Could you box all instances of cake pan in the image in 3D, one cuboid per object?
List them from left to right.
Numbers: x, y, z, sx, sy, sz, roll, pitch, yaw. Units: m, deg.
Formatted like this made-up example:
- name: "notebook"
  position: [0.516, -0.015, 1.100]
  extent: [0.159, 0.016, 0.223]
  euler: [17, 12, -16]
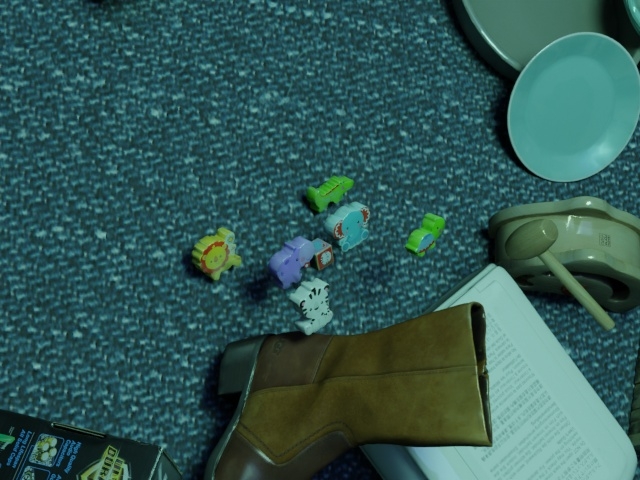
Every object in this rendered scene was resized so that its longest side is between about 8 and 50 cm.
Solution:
- name: "cake pan"
  position: [0.288, -0.316, 1.646]
  extent: [0.293, 0.054, 0.293]
  euler: [8, 69, -22]

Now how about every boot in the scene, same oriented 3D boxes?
- name: "boot"
  position: [0.035, 0.201, 1.231]
  extent: [0.096, 0.280, 0.264]
  euler: [50, 39, -50]

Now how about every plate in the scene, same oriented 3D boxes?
- name: "plate"
  position: [0.309, -0.164, 1.574]
  extent: [0.188, 0.024, 0.188]
  euler: [-8, 112, -20]

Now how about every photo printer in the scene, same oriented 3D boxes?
- name: "photo printer"
  position: [0.187, 0.214, 1.381]
  extent: [0.256, 0.107, 0.307]
  euler: [-37, 90, -30]

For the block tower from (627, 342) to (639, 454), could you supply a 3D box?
- name: "block tower"
  position: [0.452, 0.103, 1.552]
  extent: [0.097, 0.091, 0.335]
  euler: [23, 65, -15]

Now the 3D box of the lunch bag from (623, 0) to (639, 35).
- name: "lunch bag"
  position: [0.513, -0.315, 1.686]
  extent: [0.279, 0.108, 0.224]
  euler: [34, 53, -33]

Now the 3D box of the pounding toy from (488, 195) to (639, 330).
- name: "pounding toy"
  position: [0.280, 0.046, 1.472]
  extent: [0.269, 0.154, 0.155]
  euler: [20, 63, -38]

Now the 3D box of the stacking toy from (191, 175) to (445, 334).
- name: "stacking toy"
  position: [0.000, 0.000, 1.344]
  extent: [0.221, 0.167, 0.052]
  euler: [-33, 131, -30]

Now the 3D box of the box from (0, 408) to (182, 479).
- name: "box"
  position: [-0.300, 0.284, 1.065]
  extent: [0.293, 0.073, 0.295]
  euler: [9, 62, 17]
